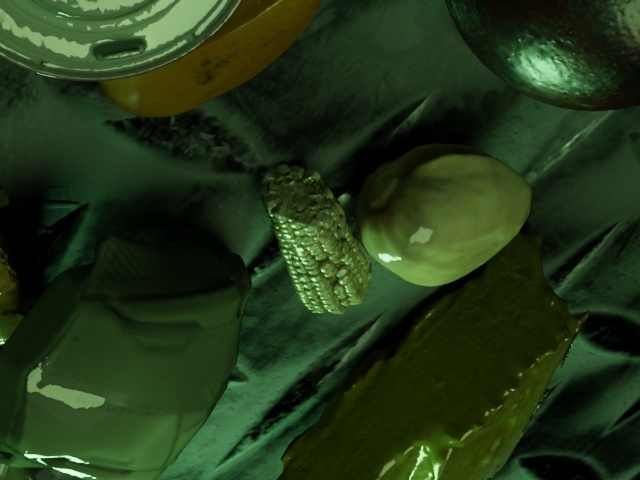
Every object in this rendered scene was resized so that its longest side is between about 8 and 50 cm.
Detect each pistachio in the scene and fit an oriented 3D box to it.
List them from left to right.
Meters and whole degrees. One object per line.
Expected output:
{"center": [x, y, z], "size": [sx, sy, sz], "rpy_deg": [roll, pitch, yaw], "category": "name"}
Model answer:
{"center": [0.122, -0.028, 1.625], "size": [0.200, 0.117, 0.145], "rpy_deg": [-10, 115, -40], "category": "pistachio"}

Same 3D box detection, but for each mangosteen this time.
{"center": [0.235, -0.255, 1.294], "size": [0.311, 0.311, 0.311], "rpy_deg": [-23, 146, -17], "category": "mangosteen"}

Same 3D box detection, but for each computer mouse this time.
{"center": [-0.152, 0.117, 1.442], "size": [0.228, 0.145, 0.429], "rpy_deg": [-65, 167, 9], "category": "computer mouse"}

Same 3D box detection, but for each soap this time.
{"center": [0.128, 0.174, 1.856], "size": [0.304, 0.169, 0.339], "rpy_deg": [-22, 147, -36], "category": "soap"}

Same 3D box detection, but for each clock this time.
{"center": [-0.158, -0.223, 1.095], "size": [0.244, 0.056, 0.244], "rpy_deg": [-4, 120, -6], "category": "clock"}

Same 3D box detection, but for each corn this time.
{"center": [0.000, 0.000, 1.590], "size": [0.087, 0.087, 0.211], "rpy_deg": [-30, 148, -7], "category": "corn"}

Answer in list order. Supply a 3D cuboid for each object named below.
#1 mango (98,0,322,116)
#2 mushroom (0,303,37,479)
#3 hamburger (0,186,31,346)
{"center": [-0.086, -0.184, 1.236], "size": [0.252, 0.126, 0.154], "rpy_deg": [-45, 168, 32], "category": "mango"}
{"center": [-0.336, 0.188, 1.515], "size": [0.247, 0.130, 0.344], "rpy_deg": [-44, 159, -34], "category": "mushroom"}
{"center": [-0.311, 0.003, 1.282], "size": [0.131, 0.124, 0.262], "rpy_deg": [-24, 145, -15], "category": "hamburger"}
